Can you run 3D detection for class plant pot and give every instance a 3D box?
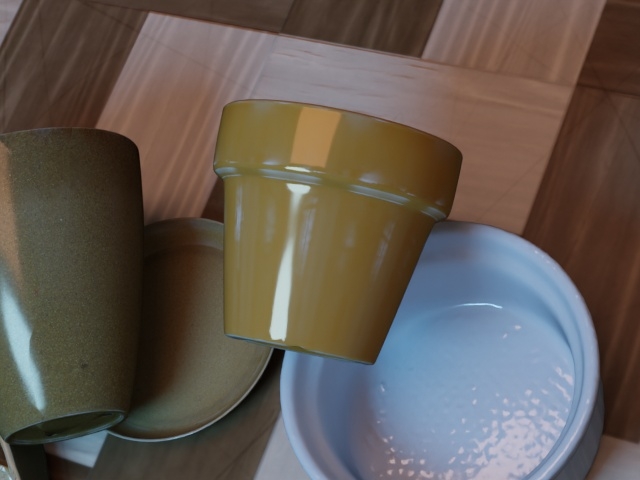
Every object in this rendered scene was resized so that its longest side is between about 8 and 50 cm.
[{"bbox_3d":[0.000,0.000,1.343,0.205,0.205,0.188,9,84,24],"label":"plant pot"},{"bbox_3d":[-0.264,0.055,1.523,0.237,0.237,0.254,-16,74,12],"label":"plant pot"},{"bbox_3d":[-0.146,0.090,1.593,0.236,0.032,0.236,-9,62,17],"label":"plant pot"}]

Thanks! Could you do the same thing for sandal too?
[{"bbox_3d":[-0.300,0.239,1.546,0.079,0.088,0.240,-32,65,6],"label":"sandal"}]

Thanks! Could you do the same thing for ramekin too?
[{"bbox_3d":[0.116,0.136,1.414,0.277,0.135,0.277,-9,62,16],"label":"ramekin"}]
